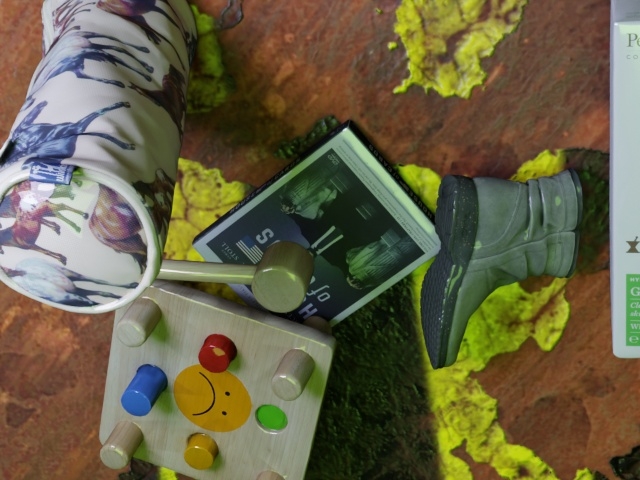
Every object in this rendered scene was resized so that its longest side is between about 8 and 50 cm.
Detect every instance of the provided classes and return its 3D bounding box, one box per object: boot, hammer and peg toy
[{"bbox_3d":[0.201,0.036,1.640,0.161,0.083,0.247,0,121,-12],"label":"boot"},{"bbox_3d":[-0.118,0.127,1.702,0.265,0.127,0.361,17,123,9],"label":"hammer and peg toy"}]

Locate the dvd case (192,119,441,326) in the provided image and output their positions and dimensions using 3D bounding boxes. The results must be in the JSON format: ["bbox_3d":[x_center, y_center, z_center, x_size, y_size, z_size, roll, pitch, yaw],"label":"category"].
[{"bbox_3d":[0.000,0.000,1.695,0.238,0.029,0.179,-36,105,23],"label":"dvd case"}]

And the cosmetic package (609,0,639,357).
[{"bbox_3d":[0.388,-0.074,1.520,0.196,0.155,0.366,-1,117,12],"label":"cosmetic package"}]

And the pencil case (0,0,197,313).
[{"bbox_3d":[-0.223,-0.119,1.478,0.183,0.410,0.160,26,125,-18],"label":"pencil case"}]
